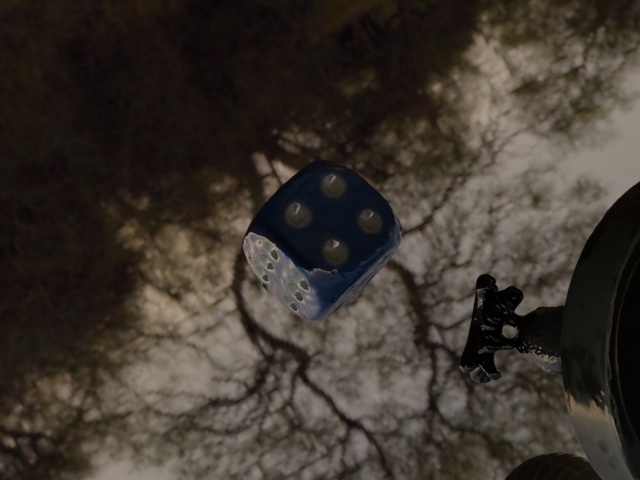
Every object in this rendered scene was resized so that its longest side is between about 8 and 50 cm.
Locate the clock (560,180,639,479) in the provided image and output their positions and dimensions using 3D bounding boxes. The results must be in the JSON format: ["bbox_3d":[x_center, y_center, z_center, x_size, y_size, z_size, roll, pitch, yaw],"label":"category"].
[{"bbox_3d":[0.343,0.091,1.082,0.325,0.325,0.067,-32,-163,-28],"label":"clock"}]

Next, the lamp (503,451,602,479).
[{"bbox_3d":[0.357,0.441,1.803,0.233,0.233,0.265,-18,-128,53],"label":"lamp"}]

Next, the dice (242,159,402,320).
[{"bbox_3d":[0.000,0.000,1.492,0.146,0.146,0.143,-41,169,-24],"label":"dice"}]

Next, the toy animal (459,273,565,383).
[{"bbox_3d":[0.265,0.119,1.393,0.210,0.121,0.117,11,173,39],"label":"toy animal"}]
